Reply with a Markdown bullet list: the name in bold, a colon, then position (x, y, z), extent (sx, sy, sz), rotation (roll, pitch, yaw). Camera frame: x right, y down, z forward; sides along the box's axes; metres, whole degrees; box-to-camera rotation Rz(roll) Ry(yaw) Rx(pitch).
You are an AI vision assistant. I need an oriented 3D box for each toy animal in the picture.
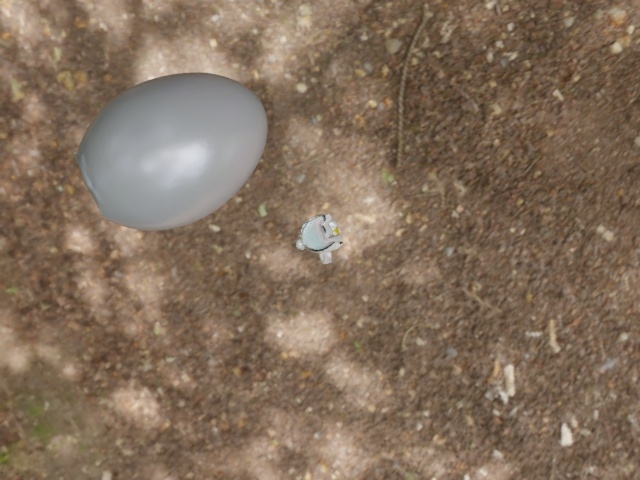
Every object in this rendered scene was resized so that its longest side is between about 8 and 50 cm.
- **toy animal**: position (0.005, -0.004, 1.480), extent (0.085, 0.124, 0.071), rotation (-42, 82, 10)

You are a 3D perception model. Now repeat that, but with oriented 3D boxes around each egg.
- **egg**: position (-0.172, -0.111, 0.998), extent (0.232, 0.176, 0.176), rotation (-32, 91, -6)
